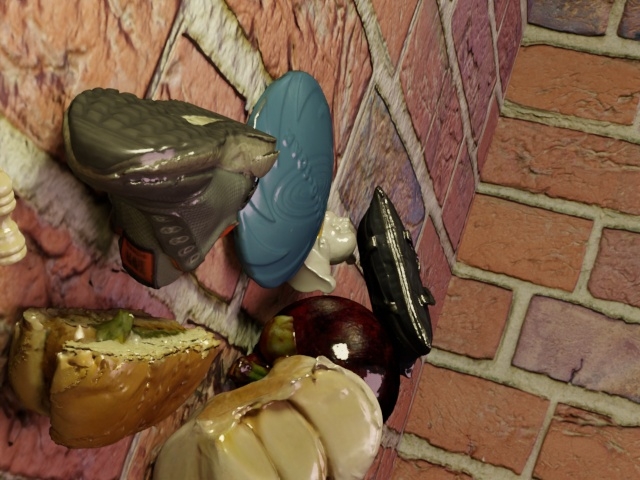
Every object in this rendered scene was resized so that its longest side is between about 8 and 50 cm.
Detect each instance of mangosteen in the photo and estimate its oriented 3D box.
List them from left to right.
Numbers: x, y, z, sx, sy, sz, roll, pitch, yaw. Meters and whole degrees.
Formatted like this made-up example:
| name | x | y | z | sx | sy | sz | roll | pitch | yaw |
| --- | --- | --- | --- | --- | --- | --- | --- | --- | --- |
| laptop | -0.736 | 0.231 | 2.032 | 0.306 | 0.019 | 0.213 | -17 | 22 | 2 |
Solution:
| name | x | y | z | sx | sy | sz | roll | pitch | yaw |
| --- | --- | --- | --- | --- | --- | --- | --- | --- | --- |
| mangosteen | -0.014 | 0.186 | 1.463 | 0.265 | 0.228 | 0.228 | 5 | 101 | -41 |

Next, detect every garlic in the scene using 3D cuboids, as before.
| name | x | y | z | sx | sy | sz | roll | pitch | yaw |
| --- | --- | --- | --- | --- | --- | --- | --- | --- | --- |
| garlic | -0.069 | 0.268 | 1.291 | 0.281 | 0.184 | 0.203 | -30 | 101 | -24 |

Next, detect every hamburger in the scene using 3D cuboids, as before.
| name | x | y | z | sx | sy | sz | roll | pitch | yaw |
| --- | --- | --- | --- | --- | --- | --- | --- | --- | --- |
| hamburger | -0.186 | 0.125 | 0.950 | 0.262 | 0.124 | 0.131 | 16 | 90 | -73 |

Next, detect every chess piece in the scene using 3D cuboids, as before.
| name | x | y | z | sx | sy | sz | roll | pitch | yaw |
| --- | --- | --- | --- | --- | --- | --- | --- | --- | --- |
| chess piece | -0.244 | -0.028 | 0.786 | 0.035 | 0.035 | 0.092 | -52 | 148 | -54 |

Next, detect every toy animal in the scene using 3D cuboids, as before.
| name | x | y | z | sx | sy | sz | roll | pitch | yaw |
| --- | --- | --- | --- | --- | --- | --- | --- | --- | --- |
| toy animal | 0.000 | 0.000 | 1.567 | 0.127 | 0.131 | 0.181 | -47 | 179 | 42 |

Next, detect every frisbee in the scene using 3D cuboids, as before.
| name | x | y | z | sx | sy | sz | roll | pitch | yaw |
| --- | --- | --- | --- | --- | --- | --- | --- | --- | --- |
| frisbee | -0.030 | -0.077 | 1.366 | 0.289 | 0.049 | 0.289 | 10 | 90 | -68 |

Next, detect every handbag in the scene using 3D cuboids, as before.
| name | x | y | z | sx | sy | sz | roll | pitch | yaw |
| --- | --- | --- | --- | --- | --- | --- | --- | --- | --- |
| handbag | 0.109 | 0.064 | 1.546 | 0.211 | 0.088 | 0.254 | 99 | -24 | -72 |

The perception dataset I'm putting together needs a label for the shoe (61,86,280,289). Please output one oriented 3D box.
| name | x | y | z | sx | sy | sz | roll | pitch | yaw |
| --- | --- | --- | --- | --- | --- | --- | --- | --- | --- |
| shoe | -0.151 | -0.037 | 0.956 | 0.171 | 0.132 | 0.336 | -69 | 168 | 10 |
